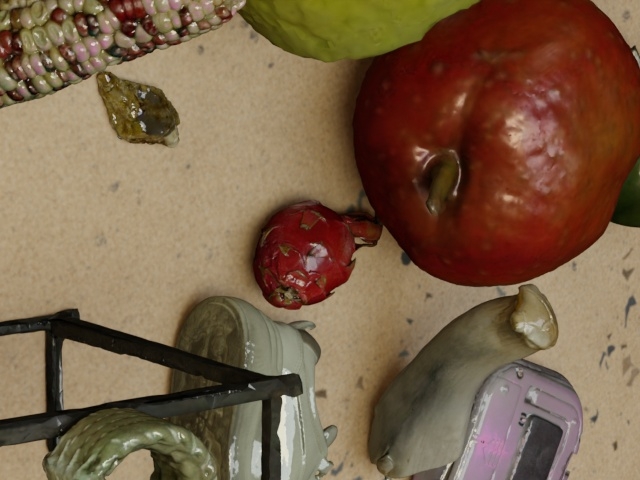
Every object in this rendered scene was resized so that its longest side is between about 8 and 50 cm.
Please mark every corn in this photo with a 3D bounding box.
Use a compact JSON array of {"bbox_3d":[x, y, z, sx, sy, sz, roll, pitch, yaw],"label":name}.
[{"bbox_3d":[-0.199,-0.165,1.388,0.092,0.280,0.092,-17,90,-76],"label":"corn"}]

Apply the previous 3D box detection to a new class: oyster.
[{"bbox_3d":[-0.156,-0.111,1.555,0.093,0.034,0.051,18,79,-34],"label":"oyster"}]

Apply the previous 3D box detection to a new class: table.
[{"bbox_3d":[-0.217,0.196,1.363,0.272,0.335,0.222,-6,101,-37],"label":"table"}]

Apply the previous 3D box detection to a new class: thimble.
[{"bbox_3d":[-0.126,0.156,1.174,0.110,0.062,0.085,5,95,-39],"label":"thimble"}]

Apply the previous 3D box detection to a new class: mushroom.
[{"bbox_3d":[0.128,0.137,1.705,0.099,0.096,0.278,-26,157,-51],"label":"mushroom"}]

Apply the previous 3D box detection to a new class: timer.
[{"bbox_3d":[0.188,0.224,1.856,0.190,0.069,0.209,22,82,-41],"label":"timer"}]

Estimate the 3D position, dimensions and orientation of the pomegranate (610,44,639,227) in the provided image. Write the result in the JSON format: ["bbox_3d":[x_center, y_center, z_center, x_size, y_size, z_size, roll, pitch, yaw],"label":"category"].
[{"bbox_3d":[0.343,-0.106,1.896,0.152,0.131,0.191,-4,78,-32],"label":"pomegranate"}]

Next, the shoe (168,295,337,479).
[{"bbox_3d":[-0.054,0.206,1.636,0.159,0.124,0.316,-1,98,-45],"label":"shoe"}]

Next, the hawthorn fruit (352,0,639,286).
[{"bbox_3d":[0.152,-0.090,1.624,0.330,0.287,0.287,-45,126,-56],"label":"hawthorn fruit"}]

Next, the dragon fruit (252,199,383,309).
[{"bbox_3d":[0.000,0.000,1.674,0.190,0.094,0.094,-37,120,-52],"label":"dragon fruit"}]

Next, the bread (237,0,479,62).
[{"bbox_3d":[0.011,-0.341,1.463,0.348,0.348,0.308,-48,133,-22],"label":"bread"}]
